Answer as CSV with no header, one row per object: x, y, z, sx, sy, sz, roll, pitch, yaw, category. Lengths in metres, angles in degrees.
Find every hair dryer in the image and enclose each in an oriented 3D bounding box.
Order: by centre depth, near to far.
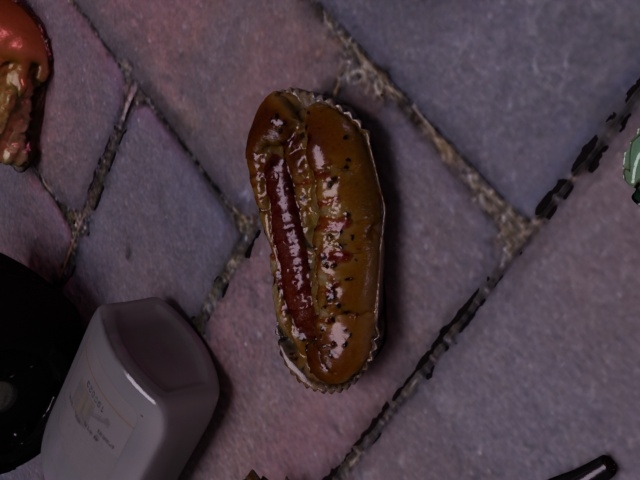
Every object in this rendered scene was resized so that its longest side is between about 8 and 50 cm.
0.188,0.196,0.695,0.079,0.031,0.083,-43,79,32,hair dryer

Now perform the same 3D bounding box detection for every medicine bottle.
-0.215,0.208,1.059,0.161,0.111,0.296,51,128,30,medicine bottle

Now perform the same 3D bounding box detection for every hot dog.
0.000,0.000,0.822,0.131,0.069,0.253,-3,96,46,hot dog

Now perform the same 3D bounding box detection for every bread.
-0.444,-0.218,1.194,0.262,0.162,0.204,27,105,26,bread

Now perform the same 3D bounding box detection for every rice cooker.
-0.403,0.139,1.145,0.224,0.267,0.267,32,119,41,rice cooker

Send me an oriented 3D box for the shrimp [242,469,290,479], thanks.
-0.050,0.297,0.938,0.132,0.051,0.188,12,108,45,shrimp

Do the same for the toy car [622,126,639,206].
0.232,-0.027,0.598,0.122,0.035,0.059,49,129,40,toy car
